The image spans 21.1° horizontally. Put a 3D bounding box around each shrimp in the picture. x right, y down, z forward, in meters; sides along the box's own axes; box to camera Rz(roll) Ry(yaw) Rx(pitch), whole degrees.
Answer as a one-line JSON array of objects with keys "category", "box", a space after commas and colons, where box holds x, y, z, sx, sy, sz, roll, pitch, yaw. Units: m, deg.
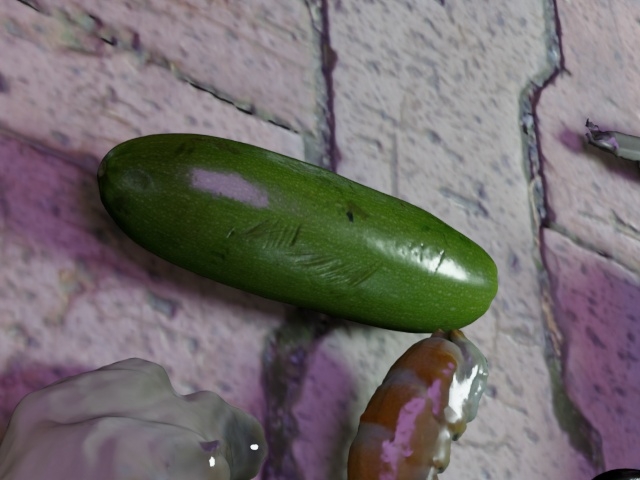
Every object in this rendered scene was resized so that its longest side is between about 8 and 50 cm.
[{"category": "shrimp", "box": [0.086, 0.147, 1.022, 0.166, 0.049, 0.161, 47, 53, -21]}]

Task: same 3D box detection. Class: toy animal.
[{"category": "toy animal", "box": [-0.054, 0.177, 0.792, 0.266, 0.188, 0.308, 45, 46, -2]}]

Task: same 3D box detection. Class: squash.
[{"category": "squash", "box": [0.001, 0.001, 1.012, 0.292, 0.082, 0.082, 18, 55, -36]}]

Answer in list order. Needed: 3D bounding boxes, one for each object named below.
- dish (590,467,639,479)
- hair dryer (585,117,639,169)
[{"category": "dish", "box": [0.195, 0.280, 0.983, 0.303, 0.120, 0.303, 36, 33, -28]}, {"category": "hair dryer", "box": [0.345, -0.037, 1.375, 0.357, 0.107, 0.173, 11, 58, -29]}]
